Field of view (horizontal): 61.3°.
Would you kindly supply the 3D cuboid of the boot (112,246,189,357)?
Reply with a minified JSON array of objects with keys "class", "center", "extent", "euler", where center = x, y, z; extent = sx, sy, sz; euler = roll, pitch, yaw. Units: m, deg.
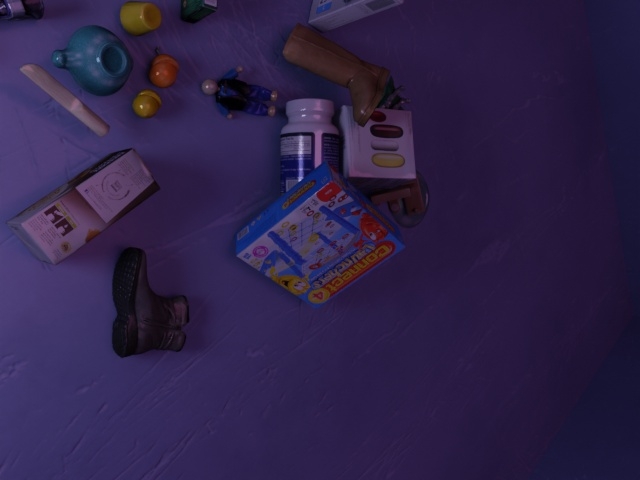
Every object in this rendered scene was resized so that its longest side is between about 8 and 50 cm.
[{"class":"boot","center":[-0.367,0.133,1.190],"extent":[0.161,0.083,0.246],"euler":[-2,100,-47]}]

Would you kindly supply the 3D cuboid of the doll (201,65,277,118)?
[{"class":"doll","center":[-0.198,-0.355,1.303],"extent":[0.189,0.046,0.129],"euler":[4,100,-34]}]

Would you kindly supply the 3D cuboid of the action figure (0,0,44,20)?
[{"class":"action figure","center":[-0.626,-0.396,0.906],"extent":[0.285,0.099,0.185],"euler":[-29,119,-31]}]

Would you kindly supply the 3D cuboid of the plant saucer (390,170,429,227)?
[{"class":"plant saucer","center":[0.304,-0.136,1.758],"extent":[0.195,0.037,0.194],"euler":[-5,98,-41]}]

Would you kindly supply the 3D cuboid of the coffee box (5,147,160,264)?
[{"class":"coffee box","center":[-0.455,-0.069,1.044],"extent":[0.246,0.141,0.098],"euler":[-44,120,-28]}]

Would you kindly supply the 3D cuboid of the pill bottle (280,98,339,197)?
[{"class":"pill bottle","center":[-0.027,-0.222,1.390],"extent":[0.153,0.153,0.264],"euler":[-3,96,-40]}]

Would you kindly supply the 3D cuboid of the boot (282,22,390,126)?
[{"class":"boot","center":[0.026,-0.416,1.359],"extent":[0.270,0.089,0.236],"euler":[25,46,-6]}]

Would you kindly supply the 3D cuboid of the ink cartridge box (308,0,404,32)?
[{"class":"ink cartridge box","center":[0.108,-0.694,1.373],"extent":[0.066,0.296,0.261],"euler":[18,81,-40]}]

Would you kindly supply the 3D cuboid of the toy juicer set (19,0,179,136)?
[{"class":"toy juicer set","center":[-0.425,-0.328,1.093],"extent":[0.329,0.090,0.209],"euler":[-52,137,-35]}]

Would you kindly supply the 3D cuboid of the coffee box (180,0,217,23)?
[{"class":"coffee box","center":[-0.265,-0.586,1.184],"extent":[0.040,0.113,0.184],"euler":[-1,93,-39]}]

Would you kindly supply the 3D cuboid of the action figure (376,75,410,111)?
[{"class":"action figure","center":[0.183,-0.371,1.623],"extent":[0.232,0.063,0.137],"euler":[-50,126,-22]}]

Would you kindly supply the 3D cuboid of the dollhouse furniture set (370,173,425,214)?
[{"class":"dollhouse furniture set","center":[0.236,-0.109,1.628],"extent":[0.151,0.144,0.123],"euler":[-71,146,-69]}]

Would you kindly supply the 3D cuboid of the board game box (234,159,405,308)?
[{"class":"board game box","center":[0.000,0.000,1.353],"extent":[0.308,0.086,0.302],"euler":[-37,128,20]}]

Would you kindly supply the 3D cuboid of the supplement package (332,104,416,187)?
[{"class":"supplement package","center":[0.132,-0.247,1.474],"extent":[0.203,0.149,0.194],"euler":[-2,84,-23]}]
